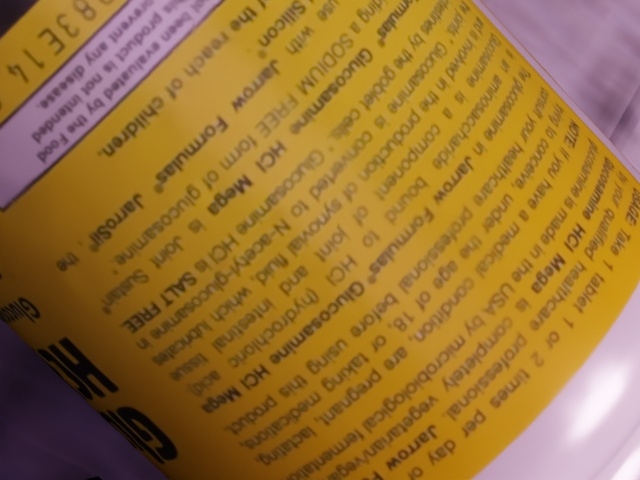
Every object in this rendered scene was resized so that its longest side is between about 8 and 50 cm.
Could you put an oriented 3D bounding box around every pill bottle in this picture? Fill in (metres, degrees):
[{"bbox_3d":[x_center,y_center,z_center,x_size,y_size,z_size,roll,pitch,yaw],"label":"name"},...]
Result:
[{"bbox_3d":[0.000,0.000,0.593,0.334,0.188,0.188,46,78,-11],"label":"pill bottle"}]

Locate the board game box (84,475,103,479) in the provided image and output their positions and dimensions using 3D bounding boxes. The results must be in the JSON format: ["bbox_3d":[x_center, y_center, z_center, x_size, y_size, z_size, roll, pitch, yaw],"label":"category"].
[{"bbox_3d":[-0.123,0.226,0.631,0.165,0.042,0.243,-16,94,-16],"label":"board game box"}]
